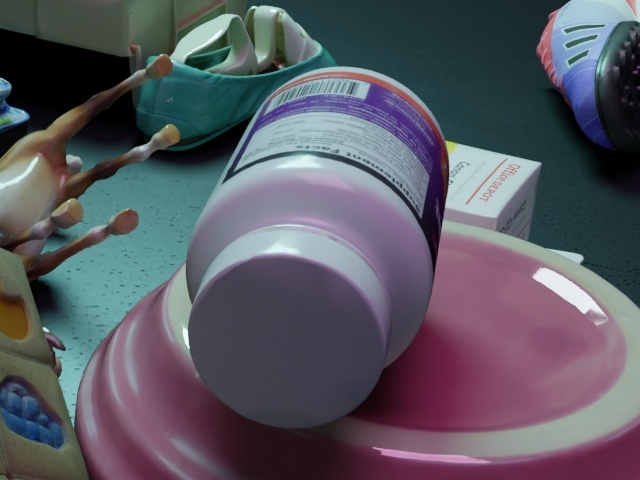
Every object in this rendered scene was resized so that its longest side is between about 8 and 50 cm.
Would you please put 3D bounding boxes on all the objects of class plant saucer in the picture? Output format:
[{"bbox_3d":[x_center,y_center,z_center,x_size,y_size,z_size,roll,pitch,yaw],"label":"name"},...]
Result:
[{"bbox_3d":[0.043,0.073,0.716,0.332,0.084,0.332,5,25,-2],"label":"plant saucer"}]

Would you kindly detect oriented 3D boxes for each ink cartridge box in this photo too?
[{"bbox_3d":[0.073,-0.019,0.931,0.198,0.067,0.115,15,27,18],"label":"ink cartridge box"}]

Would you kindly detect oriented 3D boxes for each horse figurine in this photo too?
[{"bbox_3d":[-0.168,-0.010,0.807,0.174,0.066,0.263,-26,26,26],"label":"horse figurine"}]

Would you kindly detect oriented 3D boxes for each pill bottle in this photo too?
[{"bbox_3d":[0.000,0.000,0.636,0.108,0.108,0.193,9,26,5],"label":"pill bottle"}]

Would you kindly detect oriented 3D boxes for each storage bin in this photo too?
[{"bbox_3d":[-0.219,-0.214,1.208,0.262,0.123,0.260,14,27,15],"label":"storage bin"}]

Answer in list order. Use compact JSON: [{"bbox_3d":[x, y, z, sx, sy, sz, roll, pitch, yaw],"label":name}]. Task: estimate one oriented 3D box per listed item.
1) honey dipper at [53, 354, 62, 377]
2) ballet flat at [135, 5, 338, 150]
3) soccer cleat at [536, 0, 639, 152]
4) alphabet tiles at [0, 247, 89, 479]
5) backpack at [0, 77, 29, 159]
[{"bbox_3d":[-0.167,0.094,0.689,0.031,0.030,0.160,11,22,10],"label":"honey dipper"},{"bbox_3d":[-0.056,-0.143,1.137,0.083,0.087,0.247,20,28,27],"label":"ballet flat"},{"bbox_3d":[0.240,-0.151,1.229,0.116,0.108,0.318,-7,22,21],"label":"soccer cleat"},{"bbox_3d":[-0.153,0.065,0.445,0.285,0.011,0.342,33,31,-61],"label":"alphabet tiles"},{"bbox_3d":[-0.266,-0.076,0.951,0.114,0.084,0.105,13,24,20],"label":"backpack"}]
